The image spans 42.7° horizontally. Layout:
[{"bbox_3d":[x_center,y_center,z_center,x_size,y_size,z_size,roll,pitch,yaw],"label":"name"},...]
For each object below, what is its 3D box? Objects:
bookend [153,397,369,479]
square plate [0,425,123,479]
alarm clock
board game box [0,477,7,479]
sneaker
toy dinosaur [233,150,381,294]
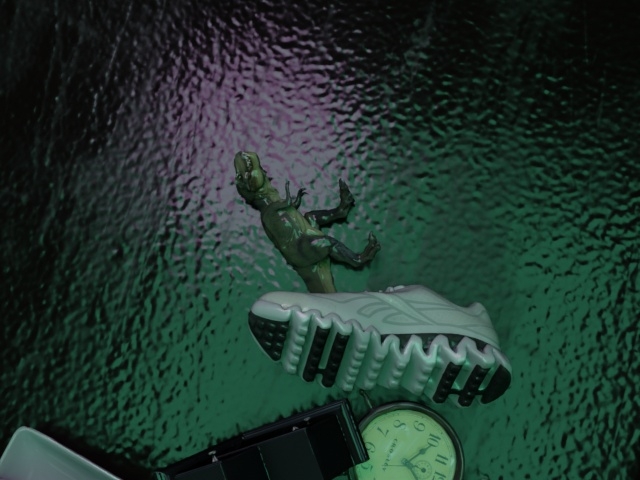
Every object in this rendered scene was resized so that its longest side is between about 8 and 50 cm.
[{"bbox_3d":[-0.059,0.235,0.853,0.156,0.157,0.072,-25,81,30],"label":"bookend"},{"bbox_3d":[-0.265,0.438,0.917,0.344,0.049,0.347,26,84,6],"label":"square plate"},{"bbox_3d":[0.111,0.254,0.915,0.192,0.064,0.129,24,84,9],"label":"alarm clock"},{"bbox_3d":[-0.541,0.371,0.903,0.318,0.066,0.318,16,83,15],"label":"board game box"},{"bbox_3d":[0.064,0.100,0.900,0.292,0.110,0.118,13,45,-11],"label":"sneaker"},{"bbox_3d":[0.000,0.000,0.961,0.118,0.064,0.268,-29,87,2],"label":"toy dinosaur"}]
